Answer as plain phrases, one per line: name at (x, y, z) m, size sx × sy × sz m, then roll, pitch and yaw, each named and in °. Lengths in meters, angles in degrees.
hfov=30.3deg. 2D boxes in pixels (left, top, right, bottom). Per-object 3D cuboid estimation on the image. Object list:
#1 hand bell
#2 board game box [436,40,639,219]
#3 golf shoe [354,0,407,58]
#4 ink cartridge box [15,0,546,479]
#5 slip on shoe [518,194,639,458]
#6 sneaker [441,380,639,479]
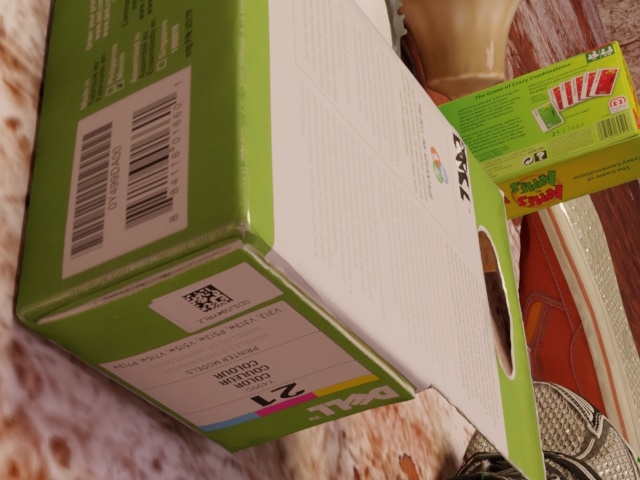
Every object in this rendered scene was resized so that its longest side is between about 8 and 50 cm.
hand bell at (0.126, -0.093, 1.003) m, size 0.126 × 0.126 × 0.242 m, roll -7°, pitch 92°, yaw -70°
board game box at (0.133, -0.064, 0.827) m, size 0.043 × 0.181 × 0.092 m, roll 52°, pitch 28°, yaw -44°
golf shoe at (-0.056, -0.154, 0.568) m, size 0.273 × 0.105 × 0.120 m, roll 60°, pitch 40°, yaw -18°
ink cartridge box at (0.000, 0.000, 0.514) m, size 0.255 × 0.097 × 0.189 m, roll 44°, pitch 34°, yaw -45°
slip on shoe at (0.211, 0.058, 1.045) m, size 0.123 × 0.101 × 0.331 m, roll -20°, pitch 95°, yaw -65°
sneaker at (0.110, 0.166, 0.634) m, size 0.146 × 0.134 × 0.343 m, roll 65°, pitch 21°, yaw -16°
